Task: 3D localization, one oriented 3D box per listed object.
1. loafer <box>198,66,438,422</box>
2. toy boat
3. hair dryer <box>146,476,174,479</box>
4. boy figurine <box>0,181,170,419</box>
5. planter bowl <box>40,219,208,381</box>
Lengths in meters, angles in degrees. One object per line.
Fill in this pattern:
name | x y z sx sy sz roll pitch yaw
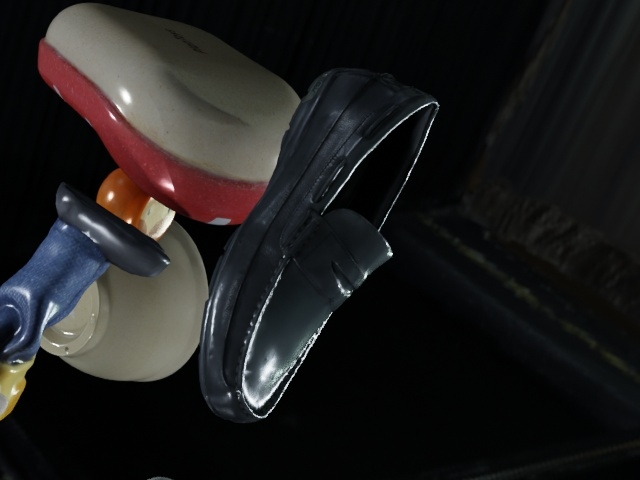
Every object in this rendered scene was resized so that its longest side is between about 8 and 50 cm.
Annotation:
loafer | 0.000 0.000 0.683 0.078 0.223 0.076 12 157 29
toy boat | -0.113 -0.065 0.849 0.151 0.151 0.231 7 -160 -34
hair dryer | -0.142 0.398 1.160 0.293 0.223 0.080 51 -154 10
boy figurine | -0.210 0.098 0.744 0.092 0.285 0.177 36 175 -13
planter bowl | -0.196 0.052 1.097 0.162 0.162 0.109 36 -161 28
